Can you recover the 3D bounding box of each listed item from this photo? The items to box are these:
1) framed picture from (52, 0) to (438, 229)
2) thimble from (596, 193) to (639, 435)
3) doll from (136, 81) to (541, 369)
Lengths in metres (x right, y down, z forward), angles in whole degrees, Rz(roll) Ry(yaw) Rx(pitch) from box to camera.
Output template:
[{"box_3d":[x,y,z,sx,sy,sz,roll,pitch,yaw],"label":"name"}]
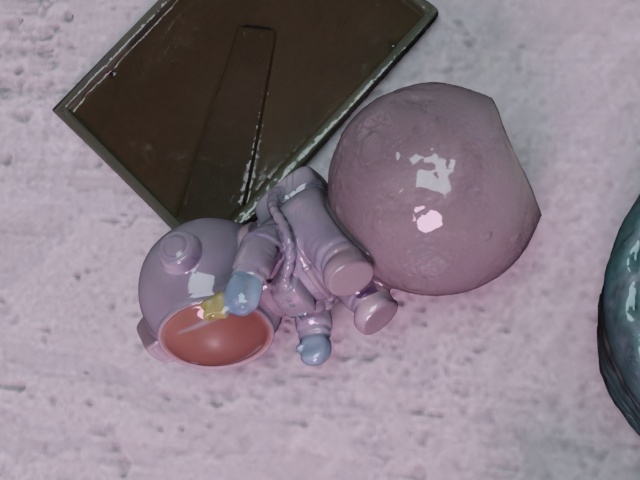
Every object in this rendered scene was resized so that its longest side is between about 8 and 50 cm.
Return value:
[{"box_3d":[-0.060,-0.135,0.859,0.189,0.023,0.260,42,89,18],"label":"framed picture"},{"box_3d":[0.267,0.037,0.682,0.198,0.143,0.235,-8,74,11],"label":"thimble"},{"box_3d":[0.000,0.000,0.758,0.287,0.151,0.151,-25,73,12],"label":"doll"}]
